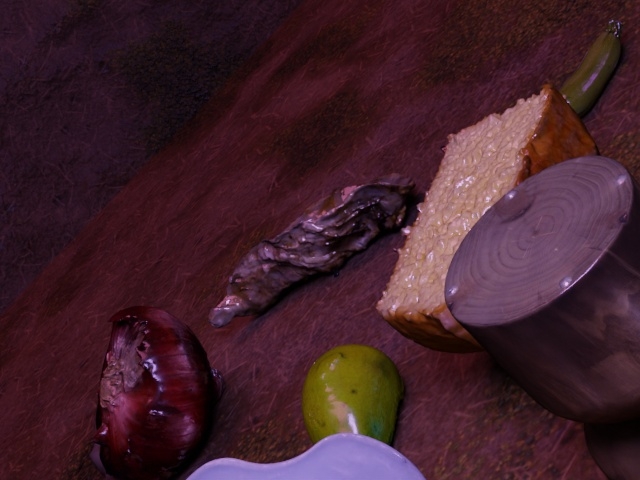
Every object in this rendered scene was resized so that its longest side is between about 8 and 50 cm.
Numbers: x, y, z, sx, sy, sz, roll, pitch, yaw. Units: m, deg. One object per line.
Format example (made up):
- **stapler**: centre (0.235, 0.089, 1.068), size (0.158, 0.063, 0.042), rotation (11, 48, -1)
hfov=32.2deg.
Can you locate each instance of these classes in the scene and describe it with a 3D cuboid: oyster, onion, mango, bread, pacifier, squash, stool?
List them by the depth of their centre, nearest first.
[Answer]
- **stool**: centre (0.249, 0.081, 0.914), size (0.179, 0.264, 0.179), rotation (-37, 23, 19)
- **pacifier**: centre (-0.007, 0.313, 1.106), size (0.287, 0.238, 0.226), rotation (-17, -5, 12)
- **bread**: centre (0.212, 0.009, 1.218), size (0.194, 0.179, 0.340), rotation (-21, 34, 47)
- **mango**: centre (0.035, 0.192, 1.300), size (0.119, 0.100, 0.178), rotation (-33, 33, 20)
- **squash**: centre (0.372, -0.230, 1.521), size (0.052, 0.052, 0.183), rotation (-8, 40, 55)
- **onion**: centre (-0.230, 0.232, 1.614), size (0.272, 0.195, 0.271), rotation (-23, 64, 62)
- **oyster**: centre (-0.002, -0.002, 1.725), size (0.396, 0.111, 0.204), rotation (-33, 8, 27)
